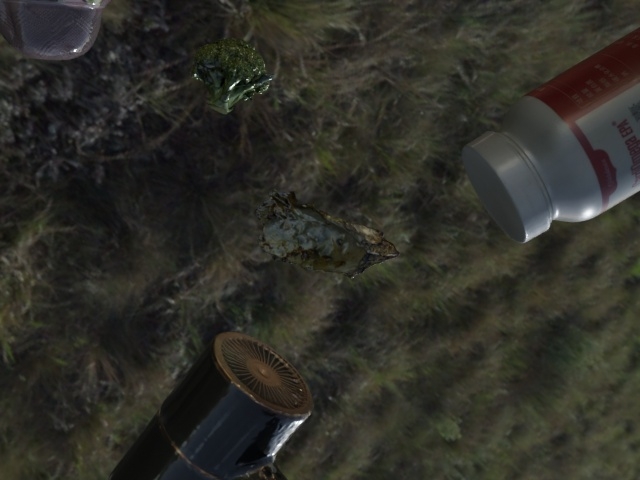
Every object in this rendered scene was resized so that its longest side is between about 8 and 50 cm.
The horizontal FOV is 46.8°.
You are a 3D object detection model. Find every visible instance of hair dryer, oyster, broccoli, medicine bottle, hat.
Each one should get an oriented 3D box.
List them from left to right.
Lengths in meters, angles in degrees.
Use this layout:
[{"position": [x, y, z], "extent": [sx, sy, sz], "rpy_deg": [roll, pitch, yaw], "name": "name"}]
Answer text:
[{"position": [-0.128, -0.123, 0.397], "extent": [0.087, 0.058, 0.042], "rpy_deg": [-25, 122, -12], "name": "hat"}, {"position": [-0.146, -0.266, 1.192], "extent": [0.131, 0.130, 0.120], "rpy_deg": [23, 81, -21], "name": "broccoli"}, {"position": [-0.025, 0.260, 0.584], "extent": [0.189, 0.352, 0.107], "rpy_deg": [-51, 152, 15], "name": "hair dryer"}, {"position": [0.000, -0.001, 0.672], "extent": [0.029, 0.132, 0.086], "rpy_deg": [-52, 175, -49], "name": "oyster"}, {"position": [0.265, -0.105, 0.682], "extent": [0.250, 0.131, 0.131], "rpy_deg": [-31, 143, -2], "name": "medicine bottle"}]
